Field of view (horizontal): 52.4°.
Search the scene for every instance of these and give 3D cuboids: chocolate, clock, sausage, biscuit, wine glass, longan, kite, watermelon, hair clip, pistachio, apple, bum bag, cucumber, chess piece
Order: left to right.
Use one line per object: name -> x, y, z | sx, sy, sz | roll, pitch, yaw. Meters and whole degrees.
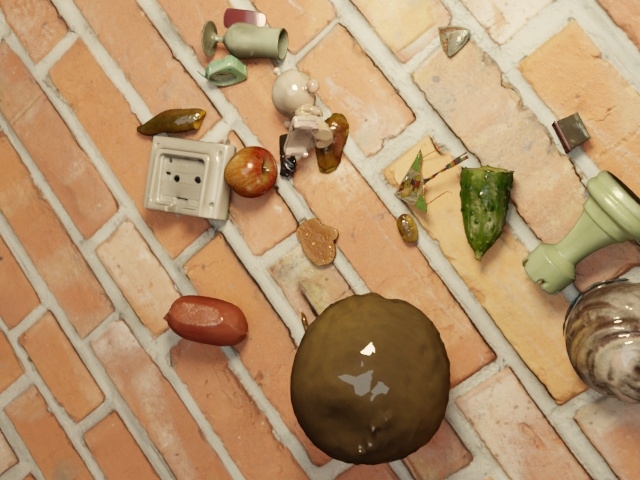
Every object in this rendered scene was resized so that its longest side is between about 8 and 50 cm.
clock -> -0.396, -0.185, 1.924 | 0.262, 0.116, 0.231 | 10, 96, 17
sausage -> -0.340, 0.233, 1.920 | 0.254, 0.148, 0.148 | 3, 95, 17
clock -> -0.286, -0.484, 1.875 | 0.135, 0.101, 0.041 | -11, 76, 22
hair clip -> -0.223, -0.639, 1.883 | 0.137, 0.022, 0.054 | 14, 101, 17
wine glass -> -0.211, -0.564, 1.844 | 0.230, 0.103, 0.103 | 9, 96, 14
apple -> -0.199, -0.192, 1.842 | 0.130, 0.146, 0.146 | -11, 90, 36
bum bag -> -0.095, -0.243, 1.860 | 0.057, 0.034, 0.125 | -3, 92, 33
biscuit -> 0.000, 0.000, 1.850 | 0.118, 0.023, 0.140 | -26, 85, 18
pistachio -> 0.021, -0.273, 1.811 | 0.089, 0.049, 0.173 | 18, 99, 18
longan -> 0.127, 0.358, 1.645 | 0.403, 0.404, 0.436 | 18, 95, 17
kite -> 0.286, -0.162, 1.703 | 0.244, 0.006, 0.198 | -26, 59, 40
watermelon -> 0.343, -0.528, 1.679 | 0.085, 0.061, 0.085 | 4, 98, 27
cucumber -> 0.417, -0.069, 1.657 | 0.134, 0.134, 0.245 | 8, 99, 18
chess piece -> 0.635, -0.004, 1.564 | 0.194, 0.194, 0.299 | 47, 115, 10
chocolate -> 0.726, 0.245, 1.526 | 0.303, 0.213, 0.303 | 2, 95, 20

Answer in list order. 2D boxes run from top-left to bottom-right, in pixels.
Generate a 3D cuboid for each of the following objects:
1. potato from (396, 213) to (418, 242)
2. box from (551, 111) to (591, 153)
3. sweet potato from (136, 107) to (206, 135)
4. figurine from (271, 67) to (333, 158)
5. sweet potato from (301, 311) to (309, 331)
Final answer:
potato -> 0.235, -0.033, 1.759 | 0.051, 0.040, 0.083 | -25, 84, 23
box -> 0.620, -0.267, 1.608 | 0.063, 0.060, 0.085 | -25, 85, 10
sweet potato -> -0.458, -0.352, 1.953 | 0.243, 0.077, 0.077 | -6, 92, 18
figurine -> -0.067, -0.362, 1.779 | 0.144, 0.182, 0.257 | -15, 62, -4
sweet potato -> -0.035, 0.260, 1.878 | 0.026, 0.026, 0.115 | -24, 87, 18
